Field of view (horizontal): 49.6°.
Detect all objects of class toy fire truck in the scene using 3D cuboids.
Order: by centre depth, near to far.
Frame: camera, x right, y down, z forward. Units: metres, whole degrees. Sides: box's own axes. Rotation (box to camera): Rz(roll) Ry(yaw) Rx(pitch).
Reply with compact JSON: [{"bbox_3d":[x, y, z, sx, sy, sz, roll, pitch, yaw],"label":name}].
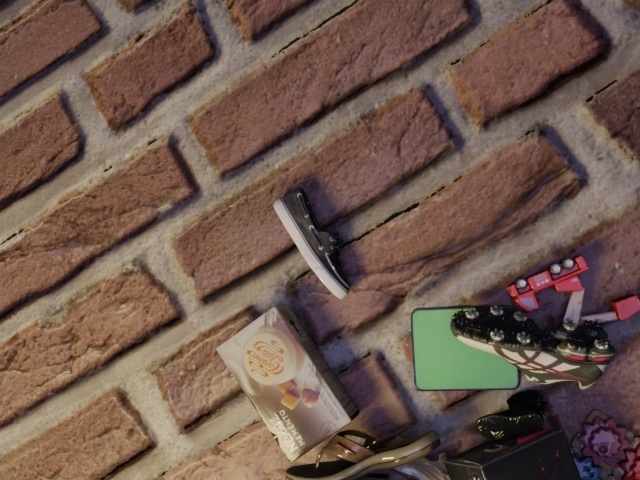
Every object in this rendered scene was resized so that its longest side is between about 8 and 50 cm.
[{"bbox_3d":[0.440,0.100,1.210,0.192,0.047,0.135,-25,84,10],"label":"toy fire truck"}]

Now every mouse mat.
[{"bbox_3d":[0.262,0.197,1.261,0.189,0.007,0.153,-3,86,12],"label":"mouse mat"}]

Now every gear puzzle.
[{"bbox_3d":[0.565,0.450,1.162,0.338,0.044,0.176,33,93,12],"label":"gear puzzle"}]

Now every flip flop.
[{"bbox_3d":[0.068,0.364,1.198,0.277,0.112,0.080,-21,84,14],"label":"flip flop"}]

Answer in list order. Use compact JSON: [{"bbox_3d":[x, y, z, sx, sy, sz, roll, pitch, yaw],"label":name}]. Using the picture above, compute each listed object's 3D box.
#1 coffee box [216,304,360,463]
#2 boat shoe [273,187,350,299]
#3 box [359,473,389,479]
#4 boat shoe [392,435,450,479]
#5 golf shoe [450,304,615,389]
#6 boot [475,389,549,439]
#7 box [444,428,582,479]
[{"bbox_3d":[-0.058,0.258,1.274,0.141,0.098,0.247,-35,80,7],"label":"coffee box"},{"bbox_3d":[0.000,0.000,1.296,0.076,0.080,0.229,-36,73,9],"label":"boat shoe"},{"bbox_3d":[0.053,0.452,1.164,0.100,0.244,0.060,1,86,12],"label":"box"},{"bbox_3d":[0.209,0.411,1.230,0.190,0.068,0.072,26,80,12],"label":"boat shoe"},{"bbox_3d":[0.352,0.191,1.182,0.272,0.105,0.120,11,123,8],"label":"golf shoe"},{"bbox_3d":[0.331,0.296,1.193,0.121,0.099,0.045,-15,99,20],"label":"boot"},{"bbox_3d":[0.344,0.463,1.130,0.165,0.143,0.271,-18,82,-18],"label":"box"}]
